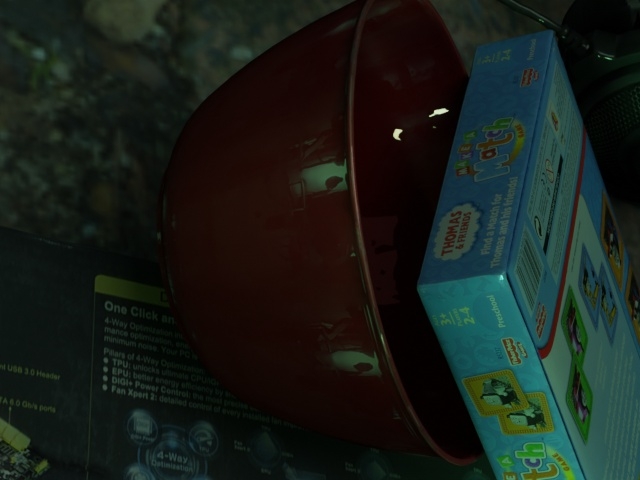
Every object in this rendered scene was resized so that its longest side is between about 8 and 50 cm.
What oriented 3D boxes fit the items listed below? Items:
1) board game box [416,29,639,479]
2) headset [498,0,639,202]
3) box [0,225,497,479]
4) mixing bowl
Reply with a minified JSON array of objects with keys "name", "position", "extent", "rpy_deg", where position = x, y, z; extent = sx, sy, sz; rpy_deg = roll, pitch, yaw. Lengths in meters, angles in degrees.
[{"name":"board game box","position":[0.100,0.047,0.778],"extent":[0.160,0.039,0.211],"rpy_deg":[-72,145,-51]},{"name":"headset","position":[0.182,-0.144,0.980],"extent":[0.394,0.185,0.243],"rpy_deg":[-2,70,-44]},{"name":"box","position":[-0.077,0.165,0.745],"extent":[0.395,0.097,0.318],"rpy_deg":[13,65,-27]},{"name":"mixing bowl","position":[0.000,0.000,0.732],"extent":[0.181,0.098,0.181],"rpy_deg":[-9,90,-70]}]
